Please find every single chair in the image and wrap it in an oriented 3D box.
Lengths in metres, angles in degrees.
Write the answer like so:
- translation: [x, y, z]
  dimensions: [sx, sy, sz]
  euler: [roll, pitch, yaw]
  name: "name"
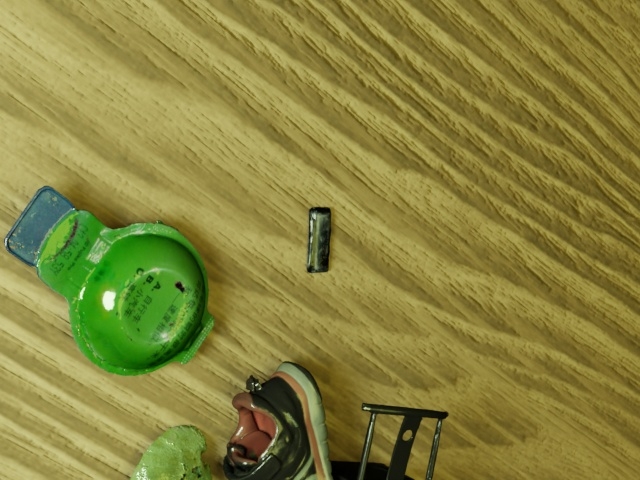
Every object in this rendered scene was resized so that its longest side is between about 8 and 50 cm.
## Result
- translation: [0.072, 0.354, 1.841]
  dimensions: [0.154, 0.141, 0.260]
  euler: [10, 92, -35]
  name: "chair"

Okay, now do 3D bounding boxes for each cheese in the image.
- translation: [-0.259, 0.052, 1.612]
  dimensions: [0.320, 0.083, 0.204]
  euler: [41, 76, -33]
  name: "cheese"

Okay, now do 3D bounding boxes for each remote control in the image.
- translation: [0.000, 0.000, 1.821]
  dimensions: [0.039, 0.014, 0.096]
  euler: [-1, 98, -34]
  name: "remote control"

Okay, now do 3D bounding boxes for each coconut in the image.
- translation: [-0.204, 0.335, 1.707]
  dimensions: [0.133, 0.055, 0.158]
  euler: [-10, 101, -34]
  name: "coconut"

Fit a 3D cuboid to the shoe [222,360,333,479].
- translation: [-0.063, 0.319, 1.760]
  dimensions: [0.137, 0.114, 0.291]
  euler: [-11, 100, -38]
  name: "shoe"
